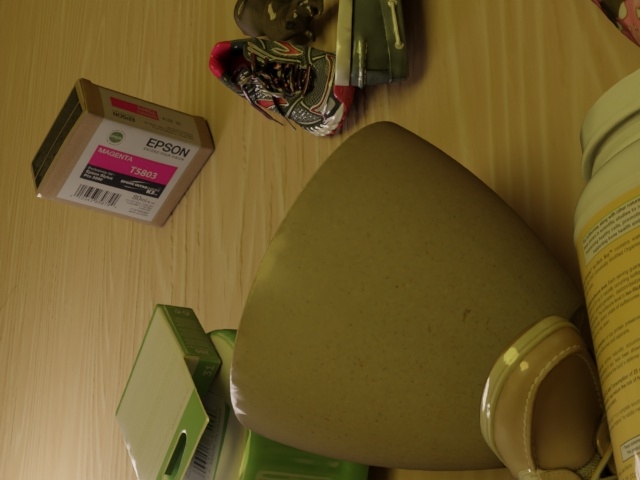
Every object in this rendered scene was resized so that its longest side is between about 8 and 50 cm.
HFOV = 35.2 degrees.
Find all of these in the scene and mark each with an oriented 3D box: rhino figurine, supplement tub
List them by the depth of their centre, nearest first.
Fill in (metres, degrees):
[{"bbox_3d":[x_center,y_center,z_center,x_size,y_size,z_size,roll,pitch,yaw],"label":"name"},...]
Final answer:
[{"bbox_3d":[0.310,0.051,0.704,0.241,0.241,0.331,-30,54,45],"label":"supplement tub"},{"bbox_3d":[-0.055,-0.344,1.497,0.243,0.073,0.106,28,94,56],"label":"rhino figurine"}]

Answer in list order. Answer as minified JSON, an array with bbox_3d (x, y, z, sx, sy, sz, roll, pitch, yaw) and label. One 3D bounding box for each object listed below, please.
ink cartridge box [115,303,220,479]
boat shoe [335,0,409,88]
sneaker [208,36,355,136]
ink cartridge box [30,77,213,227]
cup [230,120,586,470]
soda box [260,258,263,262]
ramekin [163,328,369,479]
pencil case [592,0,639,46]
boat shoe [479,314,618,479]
[{"bbox_3d":[-0.168,0.204,1.167,0.235,0.056,0.171,50,122,53],"label":"ink cartridge box"},{"bbox_3d":[0.080,-0.333,1.315,0.116,0.099,0.320,89,-172,-62],"label":"boat shoe"},{"bbox_3d":[-0.054,-0.222,1.418,0.299,0.112,0.121,19,92,54],"label":"sneaker"},{"bbox_3d":[-0.324,-0.136,1.648,0.193,0.234,0.088,-51,41,30],"label":"ink cartridge box"},{"bbox_3d":[0.107,0.082,0.949,0.237,0.331,0.331,24,98,22],"label":"cup"},{"bbox_3d":[0.000,0.000,1.301,0.183,0.063,0.058,-46,43,33],"label":"soda box"},{"bbox_3d":[-0.084,0.249,1.213,0.303,0.148,0.303,-31,53,52],"label":"ramekin"},{"bbox_3d":[0.297,-0.271,0.907,0.160,0.167,0.386,-39,44,11],"label":"pencil case"},{"bbox_3d":[0.205,0.180,0.804,0.109,0.302,0.098,-32,43,-16],"label":"boat shoe"}]
